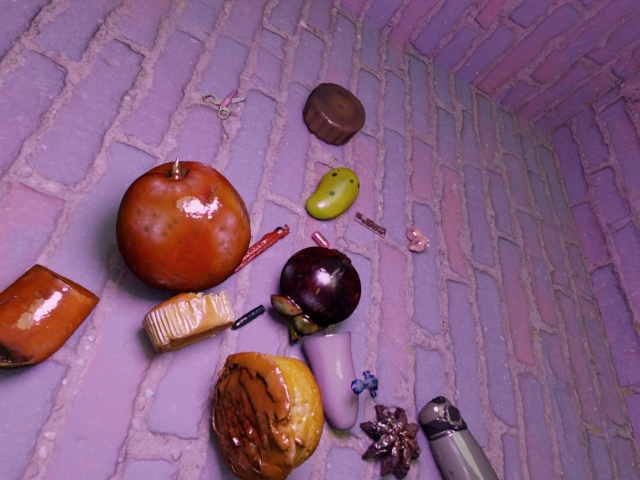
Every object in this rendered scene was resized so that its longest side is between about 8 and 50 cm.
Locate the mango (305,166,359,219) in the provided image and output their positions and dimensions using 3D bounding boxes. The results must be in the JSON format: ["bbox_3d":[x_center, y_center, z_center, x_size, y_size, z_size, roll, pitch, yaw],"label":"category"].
[{"bbox_3d":[0.057,-0.196,1.786,0.175,0.143,0.293,44,59,0],"label":"mango"}]

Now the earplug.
[{"bbox_3d":[0.054,0.468,1.392,0.173,0.172,0.300,-3,71,-33],"label":"earplug"}]

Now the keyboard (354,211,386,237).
[{"bbox_3d":[0.226,-0.070,1.890,0.166,0.017,0.055,30,52,-13],"label":"keyboard"}]

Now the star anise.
[{"bbox_3d":[0.254,0.676,1.426,0.223,0.109,0.235,18,53,-27],"label":"star anise"}]

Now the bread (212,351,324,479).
[{"bbox_3d":[-0.146,0.460,1.142,0.204,0.359,0.335,-2,80,-43],"label":"bread"}]

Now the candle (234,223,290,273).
[{"bbox_3d":[-0.229,0.029,1.535,0.329,0.048,0.051,-39,96,-40],"label":"candle"}]

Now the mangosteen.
[{"bbox_3d":[-0.008,0.170,1.453,0.312,0.311,0.310,15,57,-24],"label":"mangosteen"}]

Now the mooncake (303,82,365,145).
[{"bbox_3d":[0.057,-0.594,1.996,0.291,0.161,0.289,14,59,-24],"label":"mooncake"}]

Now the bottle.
[{"bbox_3d":[0.473,0.729,1.488,0.169,0.168,0.346,-14,69,-36],"label":"bottle"}]

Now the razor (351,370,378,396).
[{"bbox_3d":[0.155,0.469,1.381,0.324,0.056,0.093,46,23,-67],"label":"razor"}]

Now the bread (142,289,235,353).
[{"bbox_3d":[-0.384,0.231,1.241,0.250,0.179,0.133,-14,69,-37],"label":"bread"}]

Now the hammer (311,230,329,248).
[{"bbox_3d":[0.000,0.000,1.698,0.083,0.043,0.043,49,50,-1],"label":"hammer"}]

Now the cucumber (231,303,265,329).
[{"bbox_3d":[-0.242,0.257,1.407,0.133,0.032,0.032,-29,81,-38],"label":"cucumber"}]

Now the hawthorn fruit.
[{"bbox_3d":[-0.399,-0.067,1.252,0.404,0.403,0.402,15,57,-24],"label":"hawthorn fruit"}]

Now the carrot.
[{"bbox_3d":[-0.717,0.200,1.037,0.193,0.214,0.331,37,54,-7],"label":"carrot"}]

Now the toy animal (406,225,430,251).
[{"bbox_3d":[0.441,-0.006,1.946,0.089,0.083,0.150,26,32,-43],"label":"toy animal"}]

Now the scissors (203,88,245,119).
[{"bbox_3d":[-0.400,-0.597,1.809,0.133,0.020,0.187,48,52,-3],"label":"scissors"}]
